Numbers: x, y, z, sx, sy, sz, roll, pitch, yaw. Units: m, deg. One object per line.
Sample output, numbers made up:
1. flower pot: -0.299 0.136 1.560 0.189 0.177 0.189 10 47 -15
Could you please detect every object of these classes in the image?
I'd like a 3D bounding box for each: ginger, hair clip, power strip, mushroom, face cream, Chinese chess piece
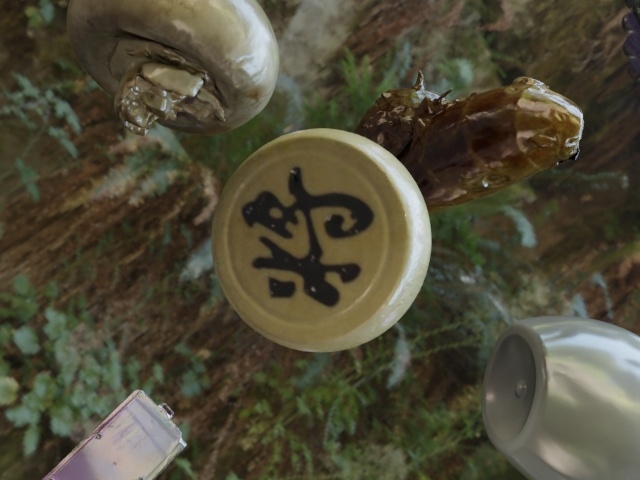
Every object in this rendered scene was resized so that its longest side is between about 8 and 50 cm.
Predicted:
1. ginger: 0.217 -0.171 1.600 0.418 0.176 0.254 -20 -102 40
2. hair clip: 0.557 -0.331 1.687 0.124 0.052 0.195 30 -38 55
3. power strip: -0.293 0.316 1.338 0.109 0.279 0.037 46 -46 -1
4. mushroom: -0.155 -0.190 1.027 0.226 0.178 0.226 17 -17 5
5. face cream: 0.435 0.268 1.514 0.357 0.313 0.219 20 -43 -19
6. Chinese chess piece: 0.000 0.000 1.149 0.257 0.257 0.104 49 13 12
